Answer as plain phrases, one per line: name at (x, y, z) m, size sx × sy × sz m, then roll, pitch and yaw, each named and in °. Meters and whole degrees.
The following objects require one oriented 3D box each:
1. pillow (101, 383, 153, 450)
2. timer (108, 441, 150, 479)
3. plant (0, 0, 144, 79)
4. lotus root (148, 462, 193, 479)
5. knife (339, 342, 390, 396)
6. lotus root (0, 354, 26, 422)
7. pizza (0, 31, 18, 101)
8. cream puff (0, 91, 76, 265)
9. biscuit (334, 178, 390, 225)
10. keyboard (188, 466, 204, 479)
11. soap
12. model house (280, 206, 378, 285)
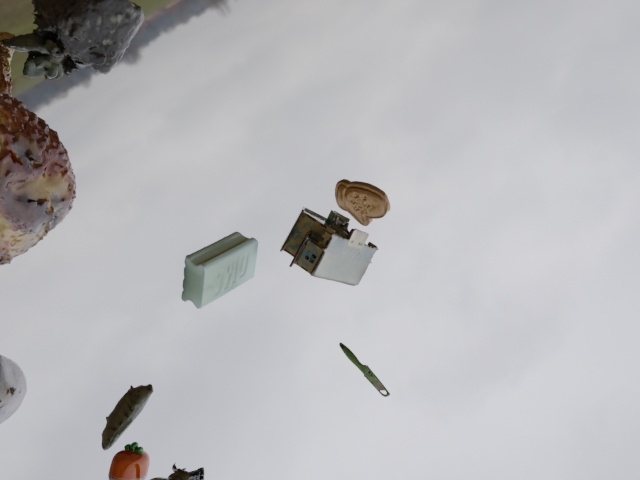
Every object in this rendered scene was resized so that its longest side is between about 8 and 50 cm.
pillow at (-0.592, 0.517, 2.222) m, size 0.093 × 0.051 × 0.241 m, roll 38°, pitch -89°, yaw 37°
timer at (-0.554, 0.647, 2.144) m, size 0.099 × 0.136 × 0.136 m, roll 4°, pitch -147°, yaw 19°
plant at (-0.597, -0.504, 1.781) m, size 0.213 × 0.215 × 0.312 m, roll 36°, pitch -101°, yaw 33°
lotus root at (-0.375, 0.632, 1.720) m, size 0.154 × 0.154 × 0.278 m, roll -11°, pitch -154°, yaw 41°
knife at (0.113, 0.332, 1.918) m, size 0.207 × 0.014 × 0.030 m, roll 46°, pitch -65°, yaw 34°
lotus root at (-0.829, 0.353, 1.805) m, size 0.179 × 0.196 × 0.397 m, roll -49°, pitch 175°, yaw -23°
pizza at (-0.848, -0.348, 1.725) m, size 0.409 × 0.277 × 0.114 m, roll -45°, pitch -165°, yaw -33°
cream puff at (-0.524, -0.106, 1.067) m, size 0.350 × 0.350 × 0.228 m, roll -18°, pitch -125°, yaw 29°
biscuit at (0.097, -0.084, 1.721) m, size 0.140 × 0.118 × 0.023 m, roll 9°, pitch -143°, yaw 31°
keyboard at (-0.369, 0.735, 2.108) m, size 0.072 × 0.231 × 0.023 m, roll -9°, pitch -140°, yaw -24°
soap at (-0.230, 0.064, 1.699) m, size 0.067 × 0.119 × 0.198 m, roll 25°, pitch -149°, yaw 24°
model house at (0.000, 0.000, 1.981) m, size 0.206 × 0.271 × 0.178 m, roll 32°, pitch -79°, yaw 34°
